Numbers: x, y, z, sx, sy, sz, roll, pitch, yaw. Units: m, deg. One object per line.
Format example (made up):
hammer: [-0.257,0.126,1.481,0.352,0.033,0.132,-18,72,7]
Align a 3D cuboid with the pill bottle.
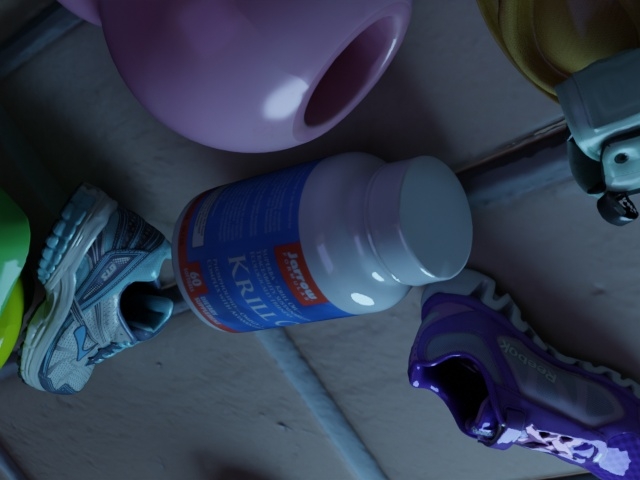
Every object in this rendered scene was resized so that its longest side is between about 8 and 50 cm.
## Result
pill bottle: [0.000,0.000,0.883,0.221,0.124,0.124,-13,114,41]

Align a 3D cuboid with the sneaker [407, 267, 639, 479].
sneaker: [0.161,0.128,0.881,0.236,0.104,0.095,36,134,6]

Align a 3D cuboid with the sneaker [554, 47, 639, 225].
sneaker: [0.203,-0.092,0.573,0.256,0.151,0.094,96,157,-64]

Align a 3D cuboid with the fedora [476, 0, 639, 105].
fedora: [0.161,-0.146,0.690,0.194,0.079,0.194,19,130,24]

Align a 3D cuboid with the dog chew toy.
dog chew toy: [-0.099,-0.211,0.751,0.332,0.206,0.207,42,137,13]

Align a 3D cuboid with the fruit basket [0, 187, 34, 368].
fruit basket: [-0.375,0.081,1.031,0.283,0.392,0.392,37,140,36]

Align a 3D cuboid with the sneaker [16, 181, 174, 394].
sneaker: [-0.212,0.077,1.109,0.122,0.110,0.283,25,138,3]
